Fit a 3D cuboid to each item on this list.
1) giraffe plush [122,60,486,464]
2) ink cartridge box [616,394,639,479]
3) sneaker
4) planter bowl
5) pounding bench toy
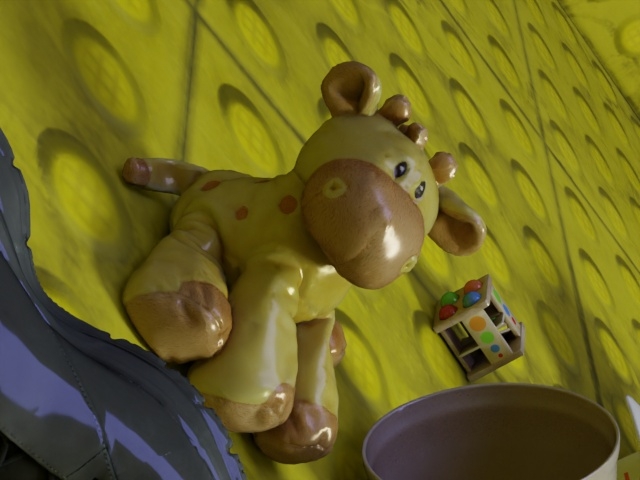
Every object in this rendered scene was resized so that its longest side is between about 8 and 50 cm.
[{"bbox_3d":[0.000,0.000,1.018,0.181,0.170,0.210,41,27,-44],"label":"giraffe plush"},{"bbox_3d":[0.297,0.307,1.409,0.353,0.119,0.207,48,23,-35],"label":"ink cartridge box"},{"bbox_3d":[-0.141,0.061,0.709,0.286,0.109,0.130,51,26,0],"label":"sneaker"},{"bbox_3d":[0.112,0.174,1.113,0.162,0.162,0.109,-65,151,-67],"label":"planter bowl"},{"bbox_3d":[0.130,0.062,1.440,0.065,0.052,0.083,55,20,-16],"label":"pounding bench toy"}]
